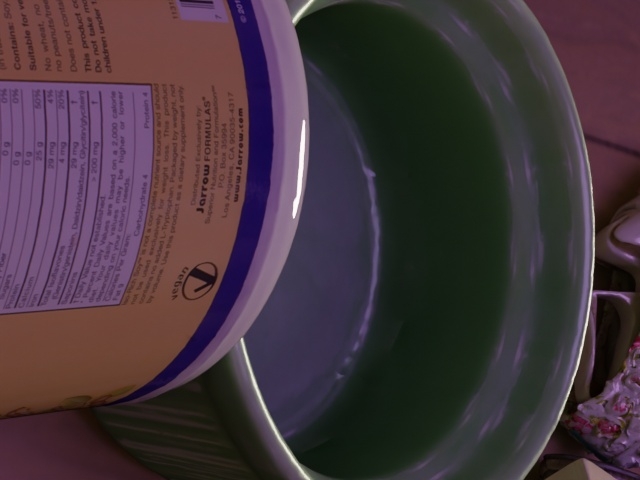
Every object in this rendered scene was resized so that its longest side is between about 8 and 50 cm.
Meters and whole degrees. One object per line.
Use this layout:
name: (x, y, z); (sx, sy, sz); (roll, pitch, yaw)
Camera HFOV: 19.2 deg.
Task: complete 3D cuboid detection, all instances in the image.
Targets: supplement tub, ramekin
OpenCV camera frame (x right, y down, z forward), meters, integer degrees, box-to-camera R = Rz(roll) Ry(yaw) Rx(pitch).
supplement tub: (-0.194, -0.041, 0.734); (0.331, 0.241, 0.241); (-3, 89, -46)
ramekin: (0.000, 0.000, 0.988); (0.303, 0.148, 0.303); (0, 90, -49)

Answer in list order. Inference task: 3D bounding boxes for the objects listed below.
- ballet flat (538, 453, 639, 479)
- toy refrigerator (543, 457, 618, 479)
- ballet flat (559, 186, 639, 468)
ballet flat: (0.223, 0.206, 1.274); (0.250, 0.084, 0.058); (38, 70, -43)
toy refrigerator: (0.215, 0.244, 1.214); (0.269, 0.102, 0.094); (34, 31, -36)
ballet flat: (0.213, 0.036, 1.274); (0.077, 0.091, 0.241); (23, 64, -17)
